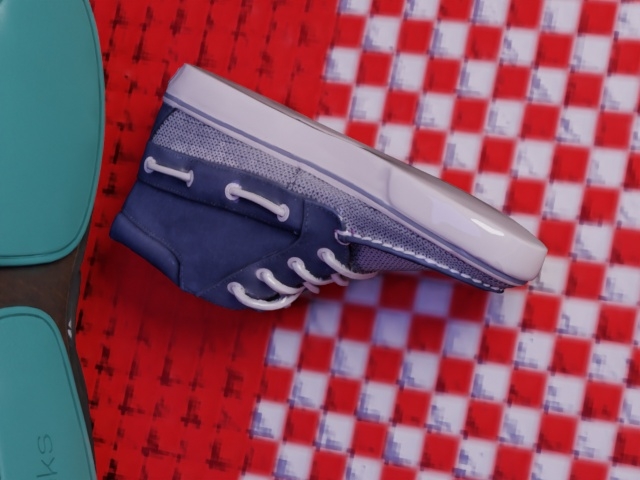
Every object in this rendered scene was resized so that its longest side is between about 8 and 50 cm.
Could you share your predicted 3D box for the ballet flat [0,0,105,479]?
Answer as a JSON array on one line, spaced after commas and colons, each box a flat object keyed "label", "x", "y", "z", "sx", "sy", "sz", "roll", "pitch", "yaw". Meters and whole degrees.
[{"label": "ballet flat", "x": -0.149, "y": 0.020, "z": 0.852, "sx": 0.096, "sy": 0.095, "sz": 0.280, "roll": -8, "pitch": 79, "yaw": 44}]

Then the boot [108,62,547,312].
[{"label": "boot", "x": 0.000, "y": 0.000, "z": 0.820, "sx": 0.190, "sy": 0.069, "sz": 0.086, "roll": 28, "pitch": 97, "yaw": 33}]
